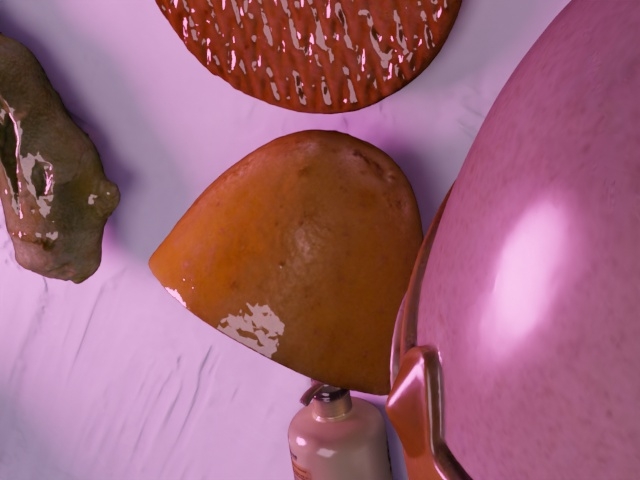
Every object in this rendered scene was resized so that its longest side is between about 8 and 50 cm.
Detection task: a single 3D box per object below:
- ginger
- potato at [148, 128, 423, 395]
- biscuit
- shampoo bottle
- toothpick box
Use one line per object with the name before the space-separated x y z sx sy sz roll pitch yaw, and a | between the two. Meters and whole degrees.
ginger | -0.263 -0.094 1.282 0.137 0.089 0.290 -40 97 20
potato | 0.000 0.000 1.146 0.203 0.178 0.158 37 106 22
biscuit | -0.016 -0.212 1.101 0.262 0.037 0.262 14 122 24
shampoo bottle | 0.016 0.173 1.270 0.079 0.079 0.162 5 118 27
toothpick box | 0.239 0.067 0.872 0.409 0.409 0.425 30 133 12
